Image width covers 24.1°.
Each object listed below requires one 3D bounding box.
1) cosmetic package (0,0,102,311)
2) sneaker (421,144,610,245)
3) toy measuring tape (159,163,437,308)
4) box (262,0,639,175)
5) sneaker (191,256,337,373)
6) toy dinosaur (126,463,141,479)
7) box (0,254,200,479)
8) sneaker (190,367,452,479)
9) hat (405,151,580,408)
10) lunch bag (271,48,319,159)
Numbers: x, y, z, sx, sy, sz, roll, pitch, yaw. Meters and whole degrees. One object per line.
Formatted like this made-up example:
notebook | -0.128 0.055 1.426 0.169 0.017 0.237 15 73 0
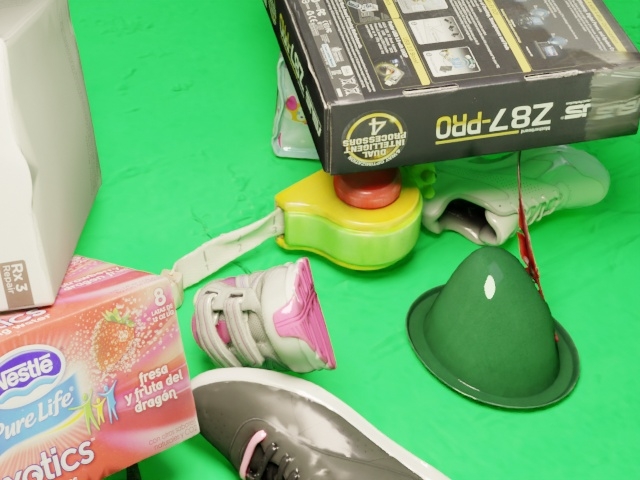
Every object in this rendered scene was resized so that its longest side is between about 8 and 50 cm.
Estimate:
cosmetic package | -0.296 -0.089 1.299 0.156 0.217 0.385 -8 15 1
sneaker | 0.204 -0.038 1.617 0.232 0.090 0.115 -4 48 -7
toy measuring tape | 0.000 0.000 1.489 0.330 0.121 0.121 -30 55 -29
box | 0.114 -0.234 1.548 0.318 0.097 0.395 -10 41 -9
sneaker | -0.056 0.077 1.329 0.111 0.252 0.103 -15 89 -8
toy dinosaur | -0.143 0.248 1.131 0.160 0.121 0.314 12 41 -24
box | -0.266 0.128 1.183 0.300 0.142 0.154 -21 20 -35
sneaker | -0.009 0.213 1.219 0.295 0.105 0.147 29 36 13
hat | 0.180 0.027 1.437 0.173 0.184 0.208 -14 46 -33
lunch bag | 0.083 -0.193 1.702 0.262 0.160 0.223 5 38 -1
